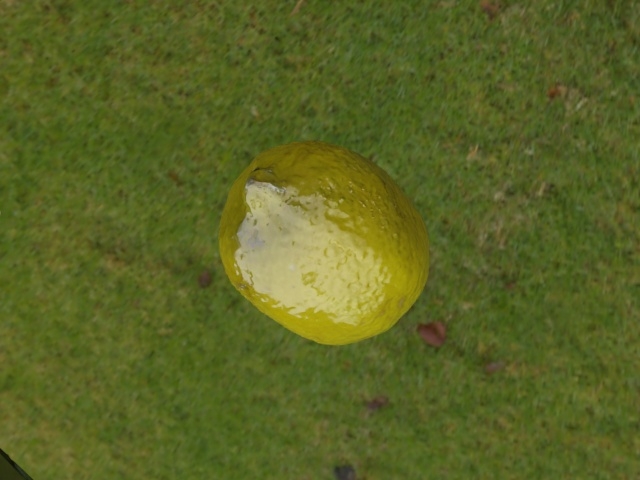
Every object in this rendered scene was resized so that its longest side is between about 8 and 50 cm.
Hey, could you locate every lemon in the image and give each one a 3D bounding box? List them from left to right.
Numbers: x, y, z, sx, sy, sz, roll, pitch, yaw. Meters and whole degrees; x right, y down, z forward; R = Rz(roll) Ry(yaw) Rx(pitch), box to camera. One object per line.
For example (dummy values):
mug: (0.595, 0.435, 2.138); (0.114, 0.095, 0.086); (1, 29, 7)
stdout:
lemon: (0.000, 0.000, 0.459); (0.082, 0.082, 0.110); (-23, 146, 30)

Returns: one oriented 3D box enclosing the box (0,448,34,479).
box: (-0.231, 0.363, 0.718); (0.373, 0.138, 0.420); (27, 118, 43)
